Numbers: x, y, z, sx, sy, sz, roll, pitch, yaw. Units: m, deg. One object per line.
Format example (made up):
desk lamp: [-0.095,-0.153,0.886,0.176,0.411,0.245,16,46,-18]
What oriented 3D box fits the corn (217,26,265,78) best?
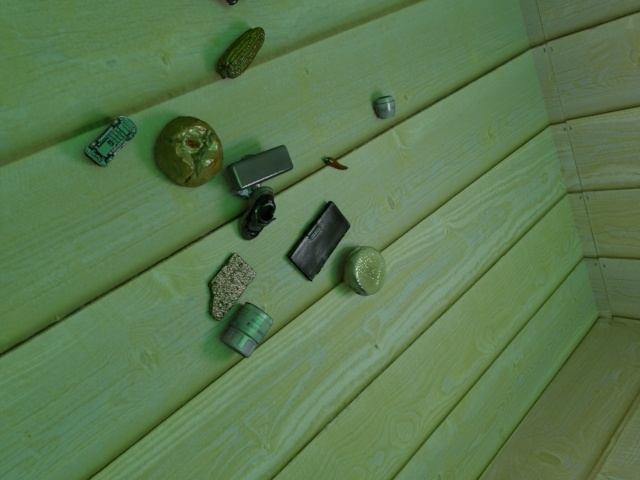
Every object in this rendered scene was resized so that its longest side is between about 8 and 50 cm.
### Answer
corn: [-0.289,-0.685,1.776,0.097,0.097,0.262,43,64,-29]

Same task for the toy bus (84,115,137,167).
toy bus: [-0.658,-0.311,1.523,0.079,0.077,0.174,45,65,-28]

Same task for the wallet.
wallet: [0.000,0.000,2.034,0.169,0.044,0.317,49,66,-31]

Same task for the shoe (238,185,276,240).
shoe: [-0.217,-0.080,1.784,0.099,0.125,0.228,5,120,-37]

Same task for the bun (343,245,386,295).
bun: [0.179,0.130,2.114,0.220,0.134,0.221,4,84,-37]

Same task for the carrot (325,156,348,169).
carrot: [0.069,-0.326,2.085,0.142,0.035,0.035,19,80,-42]

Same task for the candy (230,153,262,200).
candy: [-0.263,-0.232,1.817,0.092,0.073,0.160,23,77,-37]

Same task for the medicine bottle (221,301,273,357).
medicine bottle: [-0.270,0.331,1.790,0.135,0.135,0.168,46,67,-28]

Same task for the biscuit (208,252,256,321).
biscuit: [-0.347,0.171,1.794,0.131,0.026,0.237,47,66,-26]

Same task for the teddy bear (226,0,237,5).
teddy bear: [-0.310,-0.945,1.735,0.177,0.140,0.190,40,77,-33]

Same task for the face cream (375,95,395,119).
face cream: [0.297,-0.605,2.209,0.091,0.091,0.095,-27,114,-33]

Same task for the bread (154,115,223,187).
bread: [-0.435,-0.302,1.653,0.244,0.134,0.245,0,90,-33]

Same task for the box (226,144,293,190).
box: [-0.217,-0.265,1.772,0.243,0.055,0.103,-28,104,-32]
